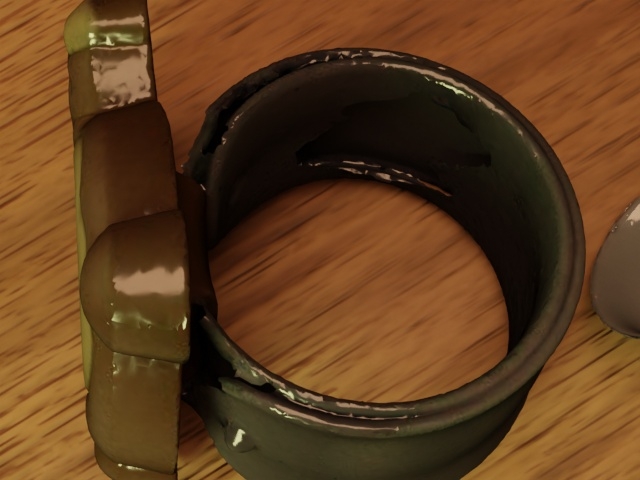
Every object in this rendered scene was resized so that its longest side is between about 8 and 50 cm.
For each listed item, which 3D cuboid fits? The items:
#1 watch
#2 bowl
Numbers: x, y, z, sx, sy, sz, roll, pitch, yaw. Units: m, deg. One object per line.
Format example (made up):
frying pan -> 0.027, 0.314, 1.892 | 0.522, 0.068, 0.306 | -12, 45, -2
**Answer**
watch -> 0.000, 0.000, 0.833 | 0.327, 0.314, 0.335 | -4, 61, -10
bowl -> 0.292, 0.019, 0.859 | 0.086, 0.189, 0.189 | 43, 78, -22
